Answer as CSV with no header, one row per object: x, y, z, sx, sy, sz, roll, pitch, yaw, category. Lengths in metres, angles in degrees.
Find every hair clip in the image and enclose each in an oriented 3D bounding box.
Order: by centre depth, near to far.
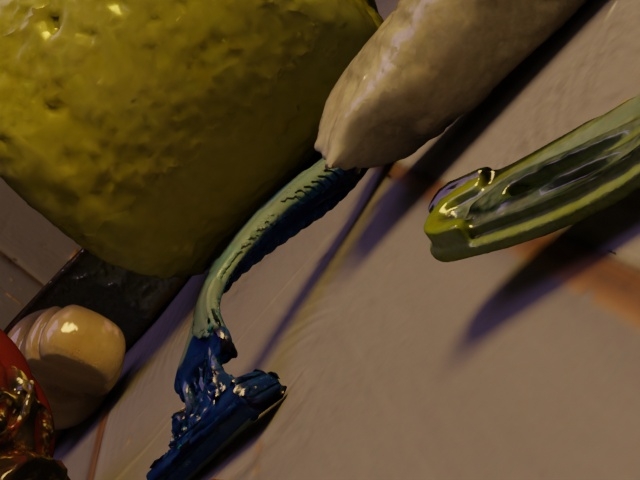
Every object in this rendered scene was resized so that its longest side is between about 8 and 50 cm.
0.097,-0.036,0.436,0.188,0.033,0.060,-38,17,44,hair clip

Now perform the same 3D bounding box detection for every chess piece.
-0.260,0.133,1.280,0.117,0.117,0.397,-54,12,-29,chess piece

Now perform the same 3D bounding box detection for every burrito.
0.136,-0.181,0.710,0.392,0.076,0.117,-48,8,17,burrito

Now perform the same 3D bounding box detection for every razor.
-0.010,-0.008,0.788,0.093,0.056,0.324,-44,10,42,razor

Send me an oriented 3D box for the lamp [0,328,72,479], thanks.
-0.254,0.142,0.843,0.227,0.227,0.227,-48,9,10,lamp

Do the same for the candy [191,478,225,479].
-0.007,0.095,0.407,0.185,0.049,0.055,-15,66,61,candy

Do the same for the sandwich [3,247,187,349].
-0.207,0.058,1.366,0.258,0.094,0.096,-44,9,23,sandwich

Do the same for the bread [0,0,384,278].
-0.128,-0.176,1.190,0.308,0.348,0.348,-43,10,13,bread
